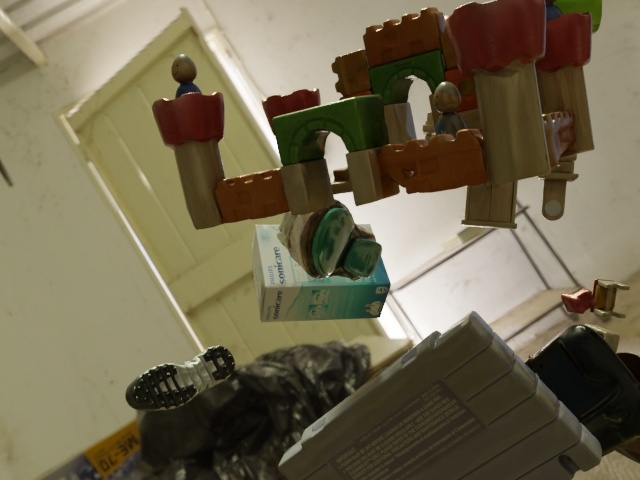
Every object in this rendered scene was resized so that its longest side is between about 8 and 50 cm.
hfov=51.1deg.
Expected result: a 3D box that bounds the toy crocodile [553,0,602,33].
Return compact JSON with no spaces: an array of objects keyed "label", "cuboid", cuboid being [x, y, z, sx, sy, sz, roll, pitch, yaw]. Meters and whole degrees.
[{"label":"toy crocodile","cuboid":[0.279,-0.412,0.803,0.115,0.340,0.105,-17,10,19]}]

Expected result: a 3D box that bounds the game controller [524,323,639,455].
[{"label":"game controller","cuboid":[0.355,0.251,0.994,0.067,0.166,0.319,-11,-30,-22]}]

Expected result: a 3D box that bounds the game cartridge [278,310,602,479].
[{"label":"game cartridge","cuboid":[0.133,0.268,0.849,0.355,0.230,0.068,-43,-5,27]}]

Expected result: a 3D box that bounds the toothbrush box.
[{"label":"toothbrush box","cuboid":[-0.007,0.074,1.602,0.296,0.216,0.126,-1,-47,-12]}]

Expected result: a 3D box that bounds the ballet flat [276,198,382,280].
[{"label":"ballet flat","cuboid":[0.000,0.000,0.952,0.107,0.106,0.316,-64,-20,-5]}]

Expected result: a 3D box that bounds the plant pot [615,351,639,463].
[{"label":"plant pot","cuboid":[0.731,0.417,1.564,0.215,0.230,0.215,-41,11,10]}]

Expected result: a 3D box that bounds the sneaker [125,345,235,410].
[{"label":"sneaker","cuboid":[-0.256,0.254,1.167,0.106,0.078,0.234,-34,-11,31]}]

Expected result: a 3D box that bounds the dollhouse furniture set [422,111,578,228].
[{"label":"dollhouse furniture set","cuboid":[0.346,-0.115,1.258,0.304,0.173,0.355,4,0,12]}]

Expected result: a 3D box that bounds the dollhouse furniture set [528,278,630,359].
[{"label":"dollhouse furniture set","cuboid":[0.758,0.294,1.991,0.202,0.373,0.152,5,5,-14]}]

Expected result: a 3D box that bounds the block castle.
[{"label":"block castle","cuboid":[0.064,-0.160,0.773,0.454,0.212,0.303,-7,8,34]}]
